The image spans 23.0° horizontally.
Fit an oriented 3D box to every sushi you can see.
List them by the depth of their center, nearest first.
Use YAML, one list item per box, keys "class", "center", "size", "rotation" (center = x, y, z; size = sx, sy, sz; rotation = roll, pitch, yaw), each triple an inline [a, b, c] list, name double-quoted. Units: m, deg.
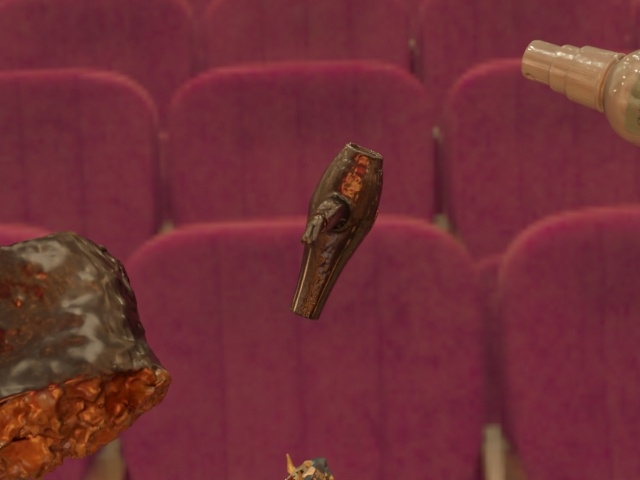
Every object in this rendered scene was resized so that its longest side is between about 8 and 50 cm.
- class: "sushi"
  center: [-0.297, 0.134, 1.273]
  size: [0.348, 0.207, 0.234]
  rotation: [-21, -22, -4]

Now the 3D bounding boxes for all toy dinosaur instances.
- class: "toy dinosaur"
  center: [-0.010, 0.192, 1.126]
  size: [0.047, 0.083, 0.030]
  rotation: [-11, 27, -18]

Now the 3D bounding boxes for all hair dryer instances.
- class: "hair dryer"
  center: [0.000, 0.000, 1.613]
  size: [0.075, 0.195, 0.219]
  rotation: [22, 10, 8]

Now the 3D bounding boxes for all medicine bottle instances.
- class: "medicine bottle"
  center: [0.374, -0.147, 1.682]
  size: [0.352, 0.110, 0.110]
  rotation: [24, 28, 33]
